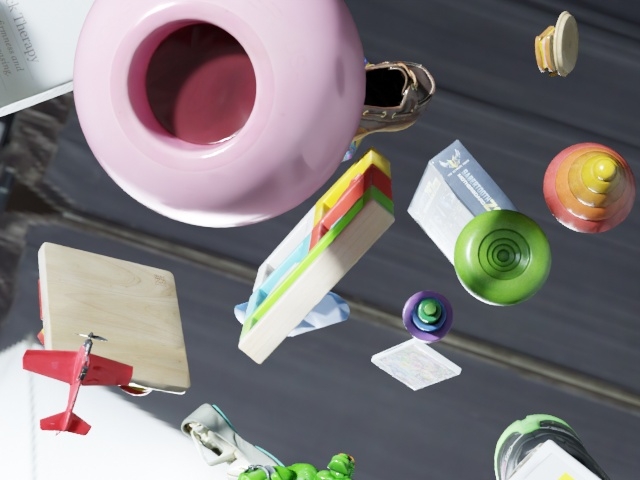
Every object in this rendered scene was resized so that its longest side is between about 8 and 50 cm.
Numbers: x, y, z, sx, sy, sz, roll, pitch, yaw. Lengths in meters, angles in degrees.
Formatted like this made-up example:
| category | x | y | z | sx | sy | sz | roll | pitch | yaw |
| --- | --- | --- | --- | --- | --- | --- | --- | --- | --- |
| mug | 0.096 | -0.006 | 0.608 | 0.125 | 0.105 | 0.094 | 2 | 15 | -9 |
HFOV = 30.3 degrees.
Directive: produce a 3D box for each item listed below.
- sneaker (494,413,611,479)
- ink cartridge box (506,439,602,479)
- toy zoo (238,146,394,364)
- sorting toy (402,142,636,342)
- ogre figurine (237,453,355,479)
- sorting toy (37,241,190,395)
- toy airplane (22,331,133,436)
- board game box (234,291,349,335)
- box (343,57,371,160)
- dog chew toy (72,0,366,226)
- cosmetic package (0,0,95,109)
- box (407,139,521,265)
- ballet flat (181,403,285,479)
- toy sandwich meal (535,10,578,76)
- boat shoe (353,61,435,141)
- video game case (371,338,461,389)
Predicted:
| category | x | y | z | sx | sy | sz | roll | pitch | yaw |
| --- | --- | --- | --- | --- | --- | --- | --- | --- | --- |
| sneaker | 0.381 | 0.476 | 1.645 | 0.185 | 0.483 | 0.202 | -30 | -9 | 3 |
| ink cartridge box | 0.319 | 0.330 | 0.948 | 0.072 | 0.303 | 0.307 | -42 | 36 | -6 |
| toy zoo | 0.000 | 0.000 | 1.219 | 0.192 | 0.030 | 0.293 | -47 | 10 | 14 |
| sorting toy | 0.253 | -0.002 | 1.486 | 0.365 | 0.127 | 0.126 | -38 | -9 | -4 |
| ogre figurine | 0.004 | 0.322 | 1.478 | 0.118 | 0.197 | 0.097 | -8 | -86 | -68 |
| sorting toy | -0.373 | 0.153 | 2.053 | 0.089 | 0.257 | 0.255 | -47 | 41 | 35 |
| toy airplane | -0.311 | 0.185 | 1.487 | 0.028 | 0.151 | 0.151 | 35 | 110 | 57 |
| board game box | -0.040 | 0.092 | 1.741 | 0.133 | 0.168 | 0.033 | 34 | -134 | -46 |
| box | -0.104 | -0.243 | 1.849 | 0.290 | 0.279 | 0.177 | -18 | 32 | 43 |
| dog chew toy | -0.058 | -0.126 | 0.911 | 0.332 | 0.206 | 0.207 | -49 | -23 | -77 |
| cosmetic package | -0.562 | -0.420 | 2.178 | 0.329 | 0.393 | 0.327 | 68 | 162 | -8 |
| box | 0.216 | -0.025 | 1.698 | 0.059 | 0.183 | 0.233 | -38 | -11 | -13 |
| ballet flat | -0.120 | 0.311 | 1.670 | 0.068 | 0.213 | 0.072 | -31 | -43 | -29 |
| toy sandwich meal | 0.284 | -0.233 | 1.415 | 0.085 | 0.029 | 0.086 | -16 | -71 | -59 |
| boat shoe | 0.072 | -0.159 | 1.296 | 0.207 | 0.073 | 0.073 | -32 | -10 | -49 |
| video game case | 0.140 | 0.183 | 1.740 | 0.122 | 0.087 | 0.011 | -33 | 27 | 57 |
